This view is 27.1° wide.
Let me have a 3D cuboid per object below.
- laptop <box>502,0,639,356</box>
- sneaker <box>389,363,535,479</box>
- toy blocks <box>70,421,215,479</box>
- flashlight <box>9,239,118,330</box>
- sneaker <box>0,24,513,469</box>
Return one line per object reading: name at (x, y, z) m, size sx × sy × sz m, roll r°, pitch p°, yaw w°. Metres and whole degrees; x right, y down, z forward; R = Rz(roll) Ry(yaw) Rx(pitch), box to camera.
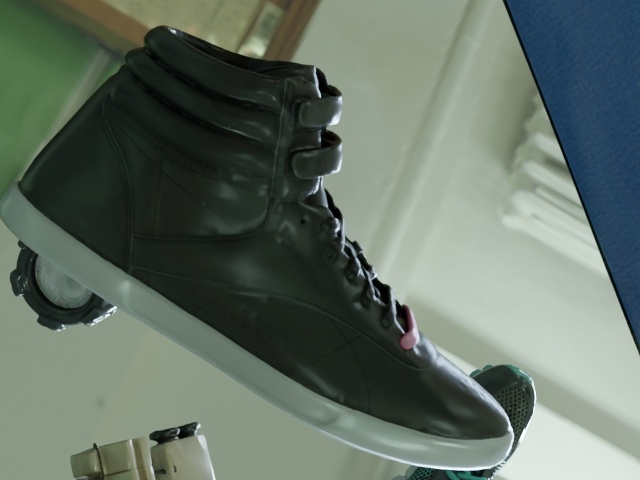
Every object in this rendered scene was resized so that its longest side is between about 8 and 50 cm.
laptop at (0.018, -0.083, 0.144) m, size 0.236 × 0.382 × 0.408 m, roll -25°, pitch 172°, yaw 36°
sneaker at (0.088, 0.157, 0.860) m, size 0.166 × 0.065 × 0.076 m, roll -57°, pitch -167°, yaw 11°
toy blocks at (-0.221, 0.318, 0.939) m, size 0.260 × 0.309 × 0.288 m, roll -18°, pitch 171°, yaw 26°
flashlight at (-0.184, -0.001, 1.280) m, size 0.304 × 0.103 × 0.103 m, roll -39°, pitch 145°, yaw -68°
sneaker at (0.000, 0.000, 0.675) m, size 0.147 × 0.296 × 0.104 m, roll -58°, pitch -171°, yaw 11°
